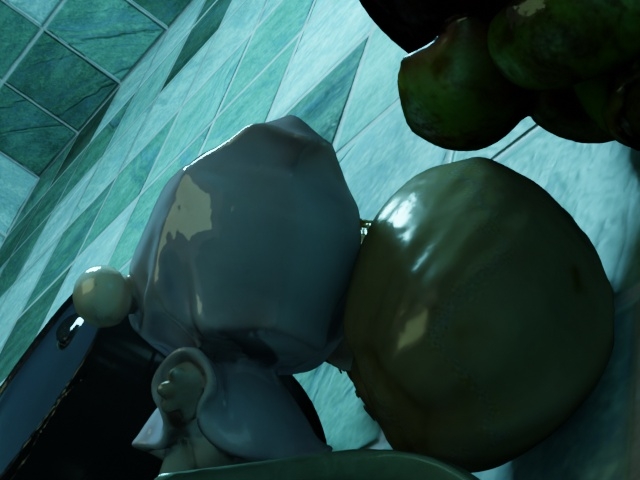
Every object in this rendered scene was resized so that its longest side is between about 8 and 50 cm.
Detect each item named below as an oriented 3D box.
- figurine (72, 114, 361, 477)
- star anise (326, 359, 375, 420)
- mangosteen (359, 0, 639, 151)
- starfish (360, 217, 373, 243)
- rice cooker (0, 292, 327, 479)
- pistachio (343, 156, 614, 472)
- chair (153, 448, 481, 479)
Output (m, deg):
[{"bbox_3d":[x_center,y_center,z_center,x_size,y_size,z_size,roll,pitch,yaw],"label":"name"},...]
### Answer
[{"bbox_3d":[-0.049,0.063,0.774,0.133,0.200,0.276,164,116,-67],"label":"figurine"},{"bbox_3d":[0.025,0.067,0.971,0.070,0.097,0.190,-36,10,-10],"label":"star anise"},{"bbox_3d":[0.153,-0.218,0.843,0.311,0.311,0.311,-48,19,22],"label":"mangosteen"},{"bbox_3d":[-0.001,0.006,0.961,0.295,0.231,0.048,-135,42,-84],"label":"starfish"},{"bbox_3d":[-0.132,0.172,0.936,0.267,0.224,0.267,-46,21,23],"label":"rice cooker"},{"bbox_3d":[0.092,0.037,0.757,0.238,0.153,0.138,-82,-6,-56],"label":"pistachio"},{"bbox_3d":[-0.034,0.232,0.622,0.275,0.190,0.203,-46,53,40],"label":"chair"}]
